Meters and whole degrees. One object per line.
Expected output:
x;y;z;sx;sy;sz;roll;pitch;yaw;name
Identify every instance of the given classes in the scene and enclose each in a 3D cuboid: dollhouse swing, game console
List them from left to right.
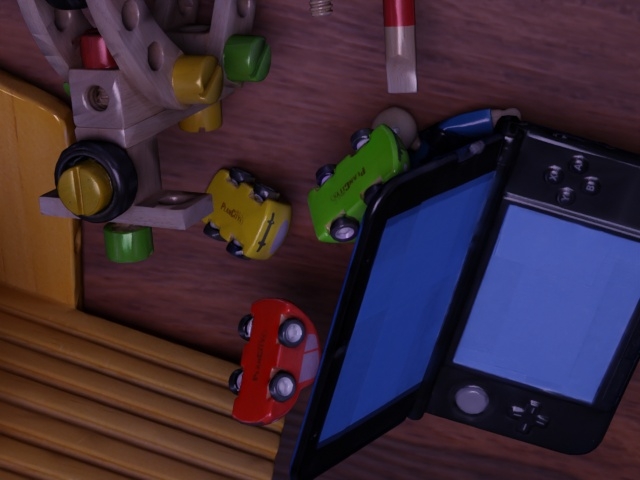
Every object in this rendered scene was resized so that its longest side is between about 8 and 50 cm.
-0.182;0.056;1.018;0.305;0.347;0.315;6;117;5;dollhouse swing
0.136;0.073;1.082;0.250;0.173;0.293;17;124;2;game console

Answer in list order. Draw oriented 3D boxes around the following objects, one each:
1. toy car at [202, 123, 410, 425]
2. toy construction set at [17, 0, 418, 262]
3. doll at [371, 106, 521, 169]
0.000;0.000;1.067;0.053;0.239;0.225;18;134;-36;toy car
-0.081;-0.115;1.011;0.308;0.257;0.237;-5;102;1;toy construction set
0.126;-0.054;1.137;0.189;0.046;0.129;30;120;-7;doll
